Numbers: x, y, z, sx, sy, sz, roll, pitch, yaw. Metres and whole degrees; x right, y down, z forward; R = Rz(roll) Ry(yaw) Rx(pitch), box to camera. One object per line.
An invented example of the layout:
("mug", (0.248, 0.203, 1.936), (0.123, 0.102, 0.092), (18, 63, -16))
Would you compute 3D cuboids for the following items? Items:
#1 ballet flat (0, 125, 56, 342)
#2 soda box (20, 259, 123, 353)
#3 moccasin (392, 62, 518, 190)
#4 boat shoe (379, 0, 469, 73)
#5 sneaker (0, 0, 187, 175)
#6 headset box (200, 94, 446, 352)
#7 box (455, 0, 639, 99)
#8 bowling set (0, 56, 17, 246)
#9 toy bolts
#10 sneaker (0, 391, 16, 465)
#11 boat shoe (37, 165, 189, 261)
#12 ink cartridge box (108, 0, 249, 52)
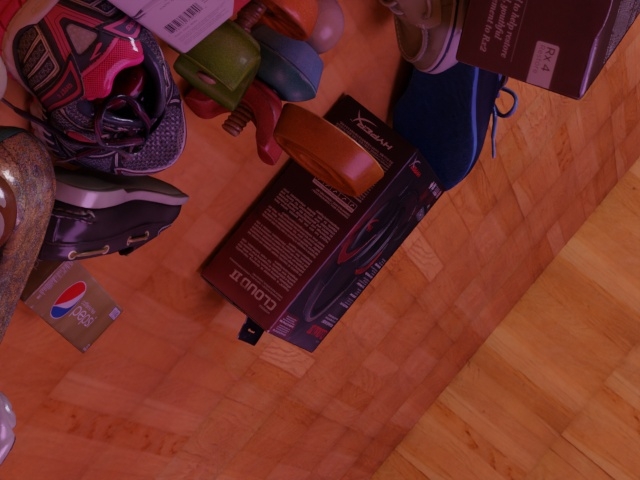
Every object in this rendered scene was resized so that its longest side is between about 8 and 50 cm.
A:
("ballet flat", (-0.286, 0.053, 1.168), (0.123, 0.123, 0.348), (-28, 152, -51))
("soda box", (-0.235, 0.040, 1.333), (0.058, 0.061, 0.181), (-47, 163, -9))
("moccasin", (0.175, -0.186, 1.761), (0.117, 0.138, 0.342), (-45, 163, -30))
("boat shoe", (0.095, -0.271, 1.484), (0.094, 0.109, 0.302), (-23, 149, -15))
("sneaker", (-0.161, -0.104, 1.141), (0.121, 0.112, 0.299), (-49, 163, -3))
("headset box", (0.000, 0.000, 1.747), (0.293, 0.110, 0.218), (-50, 163, 0))
("box", (0.268, -0.299, 1.557), (0.381, 0.143, 0.191), (-49, 155, -61))
("bowling set", (-0.251, -0.087, 0.827), (0.287, 0.200, 0.154), (-54, 162, -3))
("toy bolts", (-0.011, -0.154, 1.300), (0.158, 0.218, 0.228), (-54, -179, -8))
("sneaker", (-0.388, 0.225, 1.323), (0.275, 0.107, 0.110), (-55, 143, 0))
("boat shoe", (-0.180, -0.022, 1.273), (0.068, 0.081, 0.228), (-71, 163, 8))
("ink cartridge box", (-0.098, -0.197, 1.033), (0.099, 0.056, 0.135), (-37, 159, 9))
